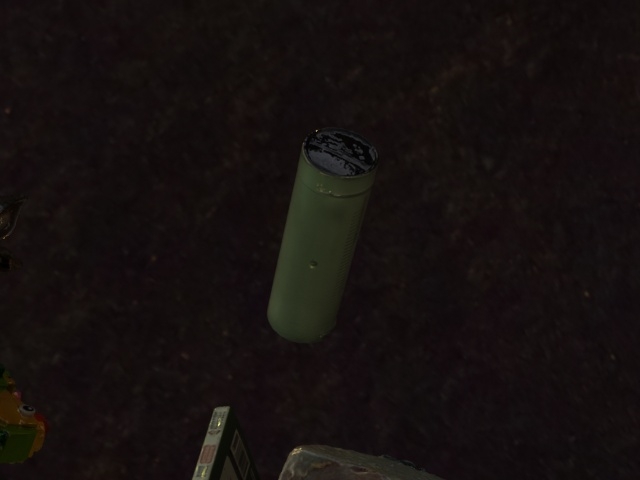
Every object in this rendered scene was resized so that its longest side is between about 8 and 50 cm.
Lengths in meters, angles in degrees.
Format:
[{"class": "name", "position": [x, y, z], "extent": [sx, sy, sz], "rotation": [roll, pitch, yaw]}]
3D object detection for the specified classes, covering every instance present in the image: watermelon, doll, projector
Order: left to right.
[{"class": "doll", "position": [-0.403, 0.193, 1.354], "extent": [0.186, 0.134, 0.106], "rotation": [28, 103, 21]}, {"class": "projector", "position": [0.000, 0.000, 1.648], "extent": [0.108, 0.338, 0.108], "rotation": [7, 44, -7]}, {"class": "watermelon", "position": [0.039, 0.388, 1.603], "extent": [0.387, 0.228, 0.258], "rotation": [-40, 88, 33]}]

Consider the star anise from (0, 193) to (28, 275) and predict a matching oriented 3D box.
[{"class": "star anise", "position": [-0.474, 0.007, 1.499], "extent": [0.108, 0.223, 0.236], "rotation": [18, 63, 18]}]

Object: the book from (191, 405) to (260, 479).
[{"class": "book", "position": [-0.101, 0.334, 1.226], "extent": [0.027, 0.202, 0.264], "rotation": [-7, 32, 14]}]

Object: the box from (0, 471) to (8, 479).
[{"class": "box", "position": [-0.402, 0.327, 1.186], "extent": [0.210, 0.148, 0.129], "rotation": [-14, 30, 5]}]
